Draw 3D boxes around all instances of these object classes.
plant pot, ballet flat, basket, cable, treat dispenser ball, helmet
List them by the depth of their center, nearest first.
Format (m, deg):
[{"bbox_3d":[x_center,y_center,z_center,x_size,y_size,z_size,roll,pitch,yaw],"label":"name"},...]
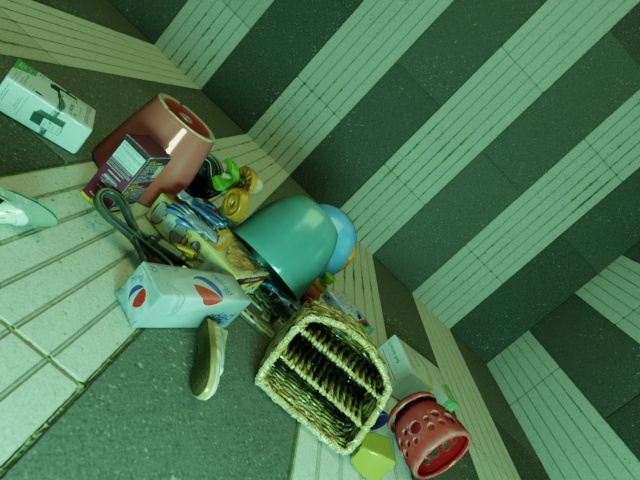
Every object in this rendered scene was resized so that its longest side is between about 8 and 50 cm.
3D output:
[{"bbox_3d":[-0.568,-0.066,0.779,0.213,0.072,0.068,37,43,-29],"label":"ballet flat"},{"bbox_3d":[-0.401,0.012,1.021,0.287,0.072,0.140,37,50,-13],"label":"cable"},{"bbox_3d":[0.116,0.506,1.079,0.083,0.082,0.081,33,16,-13],"label":"plant pot"},{"bbox_3d":[0.028,0.311,1.095,0.299,0.213,0.223,44,13,-6],"label":"basket"},{"bbox_3d":[0.300,0.542,1.290,0.191,0.191,0.174,34,11,-39],"label":"plant pot"},{"bbox_3d":[-0.451,-0.262,1.295,0.275,0.243,0.275,42,13,-12],"label":"plant pot"},{"bbox_3d":[-0.089,0.001,1.387,0.293,0.235,0.293,43,-14,13],"label":"plant pot"},{"bbox_3d":[-0.401,-0.221,1.507,0.162,0.169,0.169,62,14,0],"label":"helmet"},{"bbox_3d":[0.000,0.000,1.779,0.288,0.288,0.288,42,14,-13],"label":"treat dispenser ball"}]

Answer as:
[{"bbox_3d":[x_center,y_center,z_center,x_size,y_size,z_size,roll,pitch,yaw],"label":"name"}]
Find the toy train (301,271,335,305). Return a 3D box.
[{"bbox_3d":[-0.001,0.170,1.580,0.248,0.143,0.105,44,14,-4],"label":"toy train"}]

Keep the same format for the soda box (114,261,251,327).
[{"bbox_3d":[-0.281,0.123,0.976,0.091,0.098,0.286,52,14,25],"label":"soda box"}]

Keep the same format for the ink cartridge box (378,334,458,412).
[{"bbox_3d":[0.322,0.489,1.656,0.353,0.119,0.207,39,15,-26],"label":"ink cartridge box"}]

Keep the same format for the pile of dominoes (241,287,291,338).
[{"bbox_3d":[-0.148,0.193,1.293,0.251,0.040,0.196,44,13,-7],"label":"pile of dominoes"}]

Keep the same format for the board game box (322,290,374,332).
[{"bbox_3d":[0.110,0.288,1.795,0.211,0.039,0.160,49,14,20],"label":"board game box"}]

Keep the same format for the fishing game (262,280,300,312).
[{"bbox_3d":[-0.106,0.182,1.345,0.264,0.041,0.189,37,-7,5],"label":"fishing game"}]

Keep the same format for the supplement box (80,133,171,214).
[{"bbox_3d":[-0.456,-0.154,1.074,0.081,0.188,0.104,44,13,-2],"label":"supplement box"}]

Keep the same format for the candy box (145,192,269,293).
[{"bbox_3d":[-0.303,0.013,1.237,0.316,0.087,0.183,46,14,13],"label":"candy box"}]

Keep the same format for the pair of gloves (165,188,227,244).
[{"bbox_3d":[-0.321,-0.065,1.191,0.159,0.023,0.198,38,17,-18],"label":"pair of gloves"}]

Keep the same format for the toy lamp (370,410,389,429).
[{"bbox_3d":[0.115,0.416,1.342,0.080,0.080,0.275,34,18,-40],"label":"toy lamp"}]

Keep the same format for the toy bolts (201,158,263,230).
[{"bbox_3d":[-0.261,-0.101,1.423,0.158,0.228,0.218,17,32,-47],"label":"toy bolts"}]

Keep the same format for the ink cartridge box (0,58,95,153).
[{"bbox_3d":[-0.685,-0.334,1.140,0.208,0.087,0.153,36,17,-38],"label":"ink cartridge box"}]

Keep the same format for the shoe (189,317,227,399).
[{"bbox_3d":[-0.212,0.232,0.902,0.058,0.077,0.219,34,15,-24],"label":"shoe"}]
